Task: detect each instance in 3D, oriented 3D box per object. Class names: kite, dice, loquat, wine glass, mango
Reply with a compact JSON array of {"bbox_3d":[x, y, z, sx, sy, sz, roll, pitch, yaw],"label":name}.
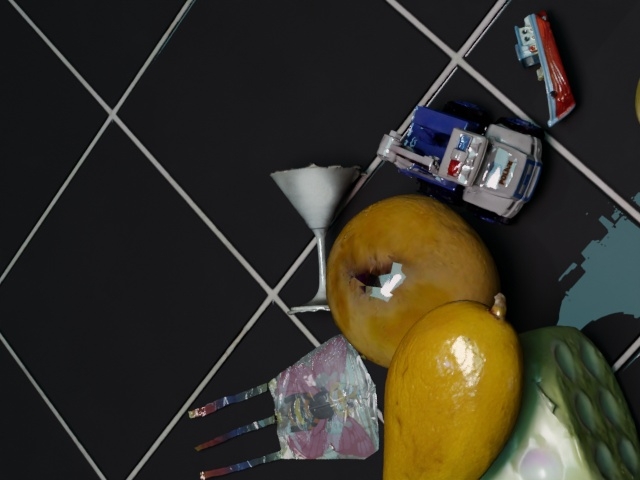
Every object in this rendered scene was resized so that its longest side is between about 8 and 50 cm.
[{"bbox_3d":[-0.063,0.290,1.867,0.360,0.022,0.204,-19,77,25],"label":"kite"},{"bbox_3d":[0.269,0.271,1.531,0.249,0.254,0.252,-29,73,30],"label":"dice"},{"bbox_3d":[0.133,0.065,1.631,0.263,0.263,0.263,-2,85,31],"label":"loquat"},{"bbox_3d":[0.000,0.000,1.782,0.156,0.156,0.232,-6,87,31],"label":"wine glass"},{"bbox_3d":[0.155,0.203,1.389,0.176,0.119,0.317,28,107,32],"label":"mango"}]

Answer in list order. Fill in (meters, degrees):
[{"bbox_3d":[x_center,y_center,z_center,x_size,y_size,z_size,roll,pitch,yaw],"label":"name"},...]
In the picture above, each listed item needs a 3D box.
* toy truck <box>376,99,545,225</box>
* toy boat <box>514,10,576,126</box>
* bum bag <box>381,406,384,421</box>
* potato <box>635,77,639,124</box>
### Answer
[{"bbox_3d":[0.208,-0.122,1.640,0.213,0.177,0.161,23,97,31],"label":"toy truck"},{"bbox_3d":[0.325,-0.250,1.639,0.058,0.069,0.173,-18,77,14],"label":"toy boat"},{"bbox_3d":[0.161,0.334,1.704,0.106,0.060,0.233,-16,80,20],"label":"bum bag"},{"bbox_3d":[0.497,-0.155,1.498,0.202,0.182,0.117,64,158,19],"label":"potato"}]
